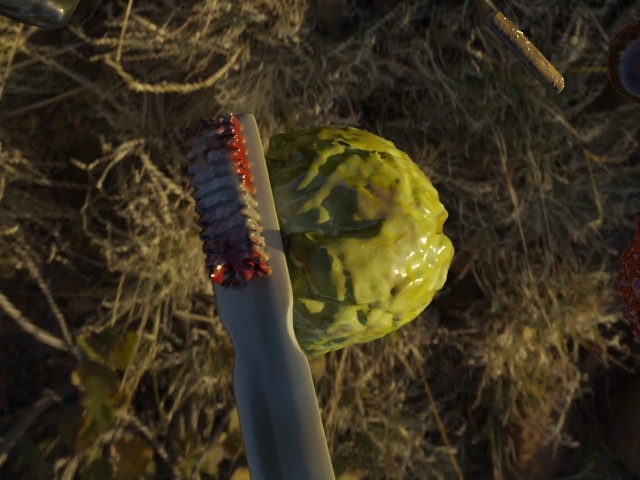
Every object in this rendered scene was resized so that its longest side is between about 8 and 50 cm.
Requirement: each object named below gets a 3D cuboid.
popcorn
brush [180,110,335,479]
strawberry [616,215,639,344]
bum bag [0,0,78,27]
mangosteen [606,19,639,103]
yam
[{"bbox_3d":[0.000,0.000,0.901,0.198,0.198,0.213,44,136,-20],"label":"popcorn"},{"bbox_3d":[-0.048,0.053,0.784,0.060,0.320,0.050,-17,161,11],"label":"brush"},{"bbox_3d":[0.400,0.068,1.056,0.261,0.261,0.257,16,113,-6],"label":"strawberry"},{"bbox_3d":[-0.212,-0.160,0.420,0.310,0.137,0.074,5,148,-38],"label":"bum bag"},{"bbox_3d":[0.574,-0.312,1.891,0.156,0.181,0.145,-40,86,24],"label":"mangosteen"},{"bbox_3d":[0.281,-0.258,1.504,0.145,0.032,0.032,42,113,-17],"label":"yam"}]
